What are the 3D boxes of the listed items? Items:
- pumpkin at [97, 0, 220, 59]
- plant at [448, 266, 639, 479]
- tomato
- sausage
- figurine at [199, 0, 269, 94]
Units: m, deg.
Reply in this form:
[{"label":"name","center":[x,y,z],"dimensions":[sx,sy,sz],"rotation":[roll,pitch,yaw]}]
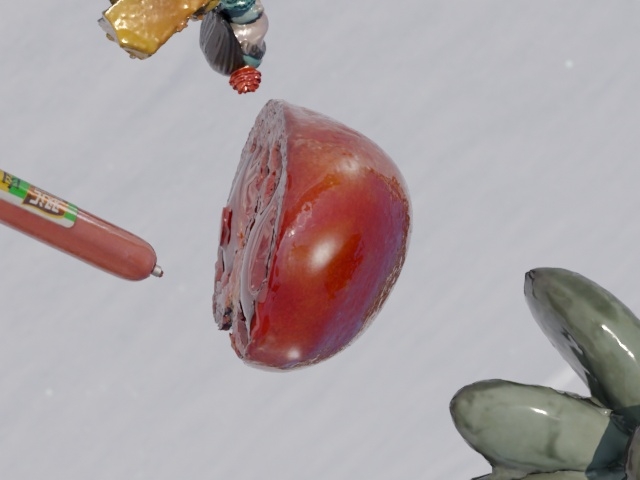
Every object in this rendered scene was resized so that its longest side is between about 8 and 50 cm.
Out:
[{"label":"pumpkin","center":[-0.089,-0.140,0.949],"dimensions":[0.083,0.054,0.074],"rotation":[-44,-168,-6]},{"label":"plant","center":[0.190,0.120,0.763],"dimensions":[0.149,0.274,0.146],"rotation":[46,64,-73]},{"label":"tomato","center":[0.000,0.000,1.330],"dimensions":[0.139,0.233,0.200],"rotation":[9,107,-15]},{"label":"sausage","center":[-0.187,-0.027,0.977],"dimensions":[0.223,0.029,0.029],"rotation":[26,113,-20]},{"label":"figurine","center":[-0.056,-0.152,1.138],"dimensions":[0.047,0.060,0.106],"rotation":[-17,141,-19]}]
